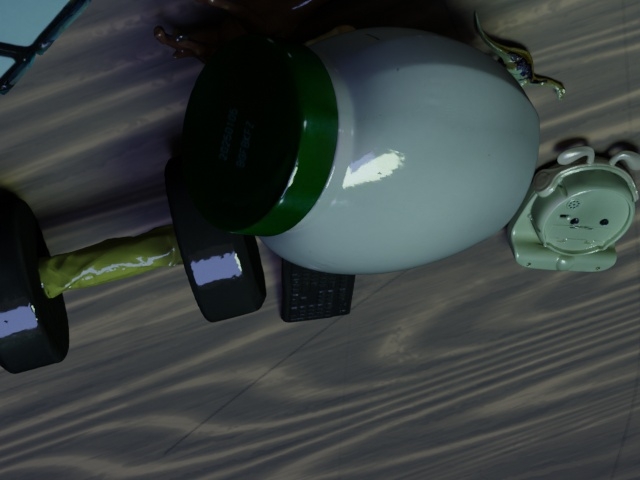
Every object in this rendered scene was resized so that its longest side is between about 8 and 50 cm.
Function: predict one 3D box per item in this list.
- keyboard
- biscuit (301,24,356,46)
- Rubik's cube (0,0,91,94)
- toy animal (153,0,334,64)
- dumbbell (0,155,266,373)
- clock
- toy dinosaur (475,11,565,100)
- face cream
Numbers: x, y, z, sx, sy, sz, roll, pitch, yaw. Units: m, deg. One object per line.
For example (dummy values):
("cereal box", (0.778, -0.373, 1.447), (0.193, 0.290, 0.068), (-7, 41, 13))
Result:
("keyboard", (0.002, 0.011, 2.188), (0.103, 0.041, 0.381), (-8, 147, -6))
("biscuit", (-0.008, -0.146, 2.030), (0.160, 0.030, 0.249), (-26, 148, -1))
("Rubik's cube", (-0.394, -0.290, 1.605), (0.293, 0.283, 0.288), (22, 136, -31))
("toy animal", (-0.041, -0.255, 1.920), (0.230, 0.066, 0.224), (7, 141, -39))
("dumbbell", (-0.241, 0.024, 2.067), (0.322, 0.204, 0.204), (-15, 138, 2))
("clock", (0.333, -0.043, 2.248), (0.151, 0.062, 0.191), (4, 134, -18))
("toy dinosaur", (0.224, -0.201, 2.072), (0.058, 0.037, 0.180), (-52, 137, 5))
("face cream", (0.051, -0.095, 1.909), (0.357, 0.219, 0.312), (6, 135, -40))
